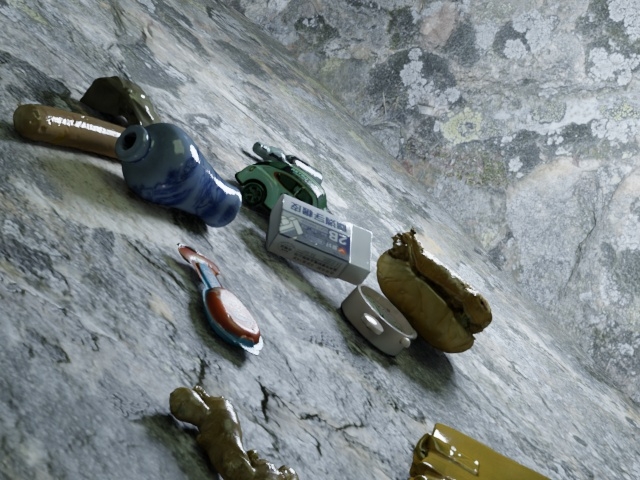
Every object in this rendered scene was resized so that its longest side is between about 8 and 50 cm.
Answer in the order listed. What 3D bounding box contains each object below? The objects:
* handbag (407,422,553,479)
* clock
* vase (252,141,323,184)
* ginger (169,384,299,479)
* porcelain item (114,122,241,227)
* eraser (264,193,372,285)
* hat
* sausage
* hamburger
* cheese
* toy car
[{"bbox_3d":[0.234,0.409,1.417,0.283,0.133,0.401,36,14,5],"label":"handbag"},{"bbox_3d":[0.112,0.160,1.966,0.155,0.063,0.229,44,14,5],"label":"clock"},{"bbox_3d":[-0.086,-0.191,2.502,0.211,0.060,0.060,29,19,-36],"label":"vase"},{"bbox_3d":[-0.089,0.257,1.186,0.193,0.052,0.176,34,10,-28],"label":"ginger"},{"bbox_3d":[-0.247,-0.114,1.741,0.259,0.141,0.141,35,13,-48],"label":"porcelain item"},{"bbox_3d":[0.000,0.000,1.999,0.210,0.068,0.124,23,40,-16],"label":"eraser"},{"bbox_3d":[-0.350,-0.260,1.938,0.166,0.144,0.173,43,37,2],"label":"hat"},{"bbox_3d":[-0.402,-0.180,1.678,0.066,0.066,0.301,46,13,22],"label":"sausage"},{"bbox_3d":[0.236,0.114,2.156,0.318,0.158,0.318,48,1,-1],"label":"hamburger"},{"bbox_3d":[-0.155,0.089,1.546,0.106,0.037,0.256,28,19,-43],"label":"cheese"},{"bbox_3d":[-0.042,-0.071,2.136,0.306,0.125,0.136,40,14,5],"label":"toy car"}]
